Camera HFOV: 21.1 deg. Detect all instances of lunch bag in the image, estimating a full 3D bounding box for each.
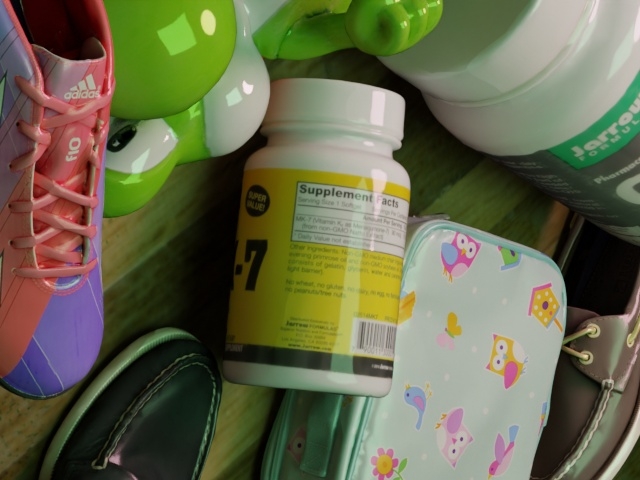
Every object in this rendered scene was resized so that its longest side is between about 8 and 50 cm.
[{"bbox_3d":[0.071,0.113,1.325,0.224,0.108,0.279,17,85,-42],"label":"lunch bag"}]

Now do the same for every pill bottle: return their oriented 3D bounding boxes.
[{"bbox_3d":[0.000,0.000,1.184,0.119,0.119,0.208,12,81,-48],"label":"pill bottle"},{"bbox_3d":[0.200,-0.138,1.327,0.361,0.204,0.204,26,81,-47],"label":"pill bottle"}]

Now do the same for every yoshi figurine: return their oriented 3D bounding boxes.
[{"bbox_3d":[-0.044,-0.175,1.075,0.362,0.203,0.203,-51,124,-23],"label":"yoshi figurine"}]

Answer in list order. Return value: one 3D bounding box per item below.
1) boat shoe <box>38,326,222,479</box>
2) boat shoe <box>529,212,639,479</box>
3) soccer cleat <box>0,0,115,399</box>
[{"bbox_3d":[-0.137,0.218,1.123,0.340,0.113,0.127,-58,134,-19],"label":"boat shoe"},{"bbox_3d":[0.237,0.076,1.494,0.097,0.116,0.324,41,66,-40],"label":"boat shoe"},{"bbox_3d":[-0.160,-0.057,0.945,0.108,0.116,0.318,-24,113,-47],"label":"soccer cleat"}]
